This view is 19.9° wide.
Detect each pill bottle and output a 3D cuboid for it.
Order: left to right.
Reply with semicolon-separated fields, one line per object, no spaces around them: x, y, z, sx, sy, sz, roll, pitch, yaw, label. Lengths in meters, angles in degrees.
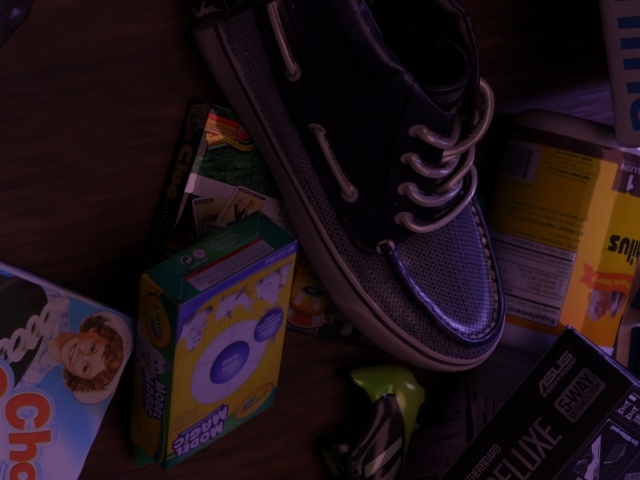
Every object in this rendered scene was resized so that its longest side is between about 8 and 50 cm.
0.175;0.017;1.356;0.117;0.117;0.215;12;94;-36;pill bottle

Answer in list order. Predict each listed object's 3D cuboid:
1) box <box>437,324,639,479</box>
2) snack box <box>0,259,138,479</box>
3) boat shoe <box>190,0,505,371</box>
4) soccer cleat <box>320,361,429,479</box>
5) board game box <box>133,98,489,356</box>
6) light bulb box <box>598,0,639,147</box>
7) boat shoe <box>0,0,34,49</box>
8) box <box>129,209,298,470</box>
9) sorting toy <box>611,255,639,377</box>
0.199;0.223;1.370;0.242;0.076;0.307;-51;140;6;box
-0.255;0.162;1.125;0.187;0.060;0.322;25;86;-38;snack box
0.057;-0.052;1.195;0.127;0.158;0.340;-49;115;-31;boat shoe
0.033;0.177;1.338;0.072;0.060;0.179;4;92;-25;soccer cleat
0.000;0.000;1.286;0.260;0.030;0.136;16;89;-36;board game box
0.377;-0.269;1.238;0.225;0.361;0.358;-41;124;-59;light bulb box
-0.286;-0.198;0.987;0.335;0.112;0.095;28;80;-40;boat shoe
-0.073;0.076;1.200;0.105;0.043;0.179;-30;146;-34;box
0.295;0.060;1.495;0.274;0.046;0.132;-3;102;-34;sorting toy
